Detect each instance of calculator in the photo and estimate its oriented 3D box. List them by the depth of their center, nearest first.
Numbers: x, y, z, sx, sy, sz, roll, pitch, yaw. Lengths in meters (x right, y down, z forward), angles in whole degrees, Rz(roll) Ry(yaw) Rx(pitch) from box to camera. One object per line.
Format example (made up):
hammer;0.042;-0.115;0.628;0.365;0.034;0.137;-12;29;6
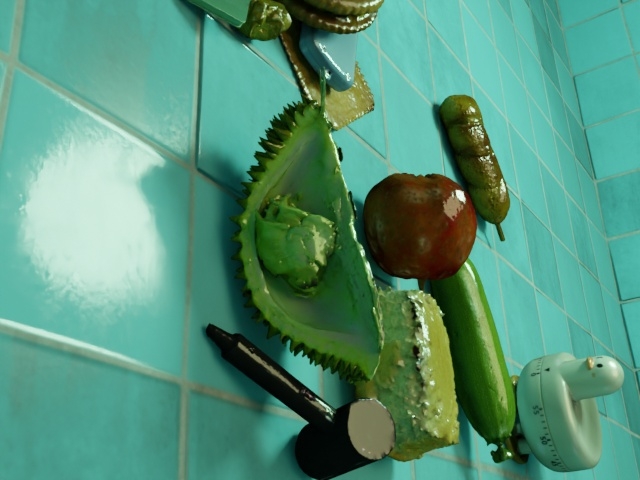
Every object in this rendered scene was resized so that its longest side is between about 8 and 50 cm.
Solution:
calculator;0.015;-0.330;1.259;0.121;0.039;0.210;40;42;-39

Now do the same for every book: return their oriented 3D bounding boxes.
book;-0.133;-0.345;1.029;0.103;0.017;0.135;24;51;-25

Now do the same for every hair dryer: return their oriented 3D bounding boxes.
hair dryer;-0.041;0.180;0.889;0.248;0.114;0.070;38;45;-15

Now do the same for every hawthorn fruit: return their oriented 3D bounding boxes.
hawthorn fruit;0.153;-0.006;1.230;0.179;0.179;0.200;-9;103;-61

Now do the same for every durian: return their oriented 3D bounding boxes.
durian;-0.008;-0.002;0.938;0.157;0.169;0.355;7;70;-56

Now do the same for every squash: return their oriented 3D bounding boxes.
squash;0.269;0.195;1.378;0.101;0.101;0.378;8;64;-58

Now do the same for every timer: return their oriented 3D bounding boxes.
timer;0.493;0.330;1.541;0.233;0.240;0.233;37;44;-47

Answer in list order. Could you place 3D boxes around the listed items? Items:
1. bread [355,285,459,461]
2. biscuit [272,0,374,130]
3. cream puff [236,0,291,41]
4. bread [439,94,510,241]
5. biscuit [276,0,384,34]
bread;0.118;0.181;1.105;0.174;0.121;0.245;42;36;-55
biscuit;0.007;-0.297;1.282;0.237;0.013;0.232;-41;110;-57
cream puff;-0.085;-0.306;1.090;0.083;0.083;0.058;-49;160;-69
bread;0.352;-0.159;1.724;0.124;0.084;0.344;-40;110;-59
biscuit;0.002;-0.414;1.209;0.220;0.066;0.220;16;52;-21
